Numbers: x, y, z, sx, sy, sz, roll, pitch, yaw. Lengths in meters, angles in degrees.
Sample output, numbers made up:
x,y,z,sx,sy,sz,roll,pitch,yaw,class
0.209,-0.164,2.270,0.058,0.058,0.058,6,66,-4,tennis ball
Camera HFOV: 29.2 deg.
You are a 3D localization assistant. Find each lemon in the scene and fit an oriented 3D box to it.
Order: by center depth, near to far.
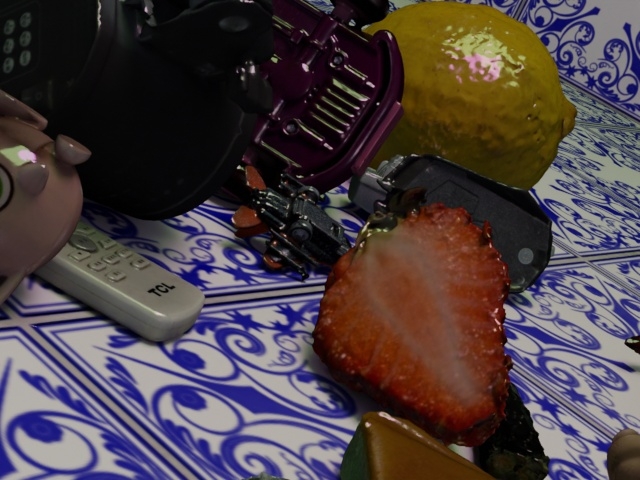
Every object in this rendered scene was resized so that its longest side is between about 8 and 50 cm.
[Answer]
x,y,z,sx,sy,sz,roll,pitch,yaw,class
0.161,-0.172,1.560,0.321,0.268,0.268,17,16,15,lemon

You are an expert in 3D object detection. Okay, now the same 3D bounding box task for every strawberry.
x,y,z,sx,sy,sz,roll,pitch,yaw,class
0.086,0.080,0.994,0.107,0.175,0.236,49,34,-45,strawberry

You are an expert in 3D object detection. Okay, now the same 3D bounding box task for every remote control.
x,y,z,sx,sy,sz,roll,pitch,yaw,class
-0.181,0.017,0.955,0.190,0.029,0.087,29,19,11,remote control

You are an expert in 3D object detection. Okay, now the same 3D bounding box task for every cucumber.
x,y,z,sx,sy,sz,roll,pitch,yaw,class
0.147,0.148,0.994,0.053,0.053,0.181,22,18,-10,cucumber

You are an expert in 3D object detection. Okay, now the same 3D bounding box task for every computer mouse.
x,y,z,sx,sy,sz,roll,pitch,yaw,class
0.154,-0.015,1.359,0.231,0.126,0.071,20,1,-17,computer mouse

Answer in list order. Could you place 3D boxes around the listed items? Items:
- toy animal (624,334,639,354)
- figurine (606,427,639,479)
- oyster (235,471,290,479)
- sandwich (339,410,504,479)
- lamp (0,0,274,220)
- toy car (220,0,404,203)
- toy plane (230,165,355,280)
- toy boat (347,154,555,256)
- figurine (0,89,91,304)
x,y,z,sx,sy,sz,roll,pitch,yaw,class
0.455,0.100,1.284,0.260,0.243,0.087,16,54,-53,toy animal
0.313,0.206,0.849,0.247,0.177,0.173,18,35,15,figurine
-0.032,0.182,0.711,0.100,0.037,0.098,39,30,-29,oyster
0.077,0.202,0.733,0.245,0.063,0.212,31,21,22,sandwich
-0.194,-0.133,1.045,0.374,0.205,0.272,-9,-21,12,lamp
-0.065,-0.181,1.360,0.340,0.271,0.240,35,-2,13,toy car
0.002,-0.002,1.193,0.189,0.061,0.130,24,41,-13,toy plane
0.160,-0.032,1.437,0.260,0.085,0.078,22,9,-11,toy boat
-0.231,-0.030,0.864,0.125,0.138,0.125,39,-3,2,figurine
